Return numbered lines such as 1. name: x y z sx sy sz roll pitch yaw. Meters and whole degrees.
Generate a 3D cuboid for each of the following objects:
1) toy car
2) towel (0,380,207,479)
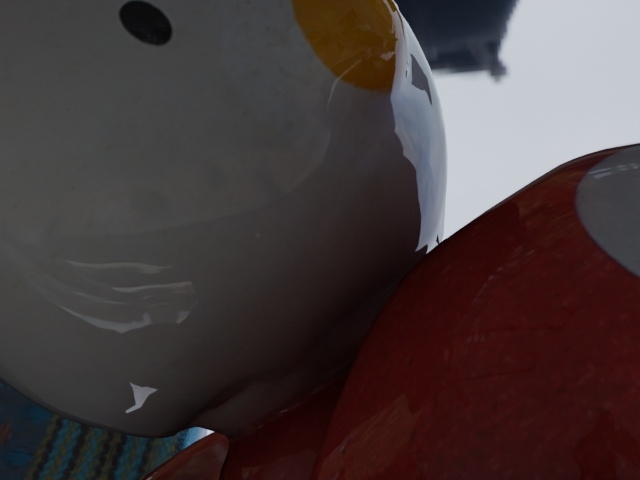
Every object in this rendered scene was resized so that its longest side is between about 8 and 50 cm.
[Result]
1. toy car: 0.000 0.000 0.389 0.219 0.210 0.238 -33 -91 -46
2. towel: -0.194 0.119 0.450 0.271 0.040 0.370 15 -141 3
